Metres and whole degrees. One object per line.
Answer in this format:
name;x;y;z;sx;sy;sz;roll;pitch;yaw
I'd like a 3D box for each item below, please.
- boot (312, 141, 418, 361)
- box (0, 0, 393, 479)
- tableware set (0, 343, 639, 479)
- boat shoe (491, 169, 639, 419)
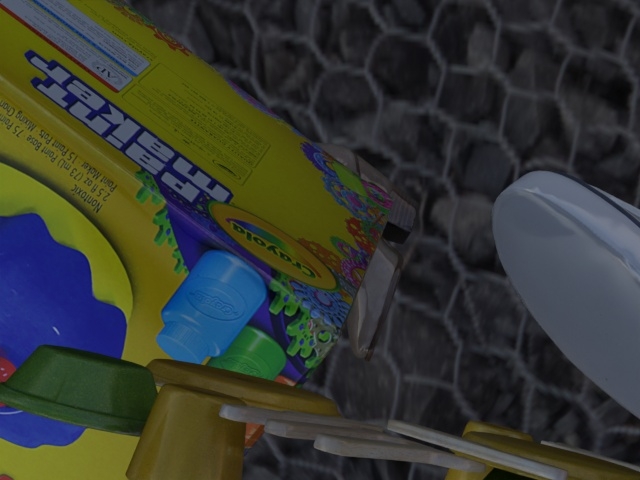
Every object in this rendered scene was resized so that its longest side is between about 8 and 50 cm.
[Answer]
boot;0.000;0.000;0.923;0.087;0.042;0.118;21;48;-5
box;-0.172;0.025;0.762;0.290;0.177;0.279;36;109;-3
tableware set;0.009;0.048;0.394;0.104;0.154;0.024;13;89;39
boat shoe;0.206;0.048;0.894;0.267;0.096;0.088;38;56;16
